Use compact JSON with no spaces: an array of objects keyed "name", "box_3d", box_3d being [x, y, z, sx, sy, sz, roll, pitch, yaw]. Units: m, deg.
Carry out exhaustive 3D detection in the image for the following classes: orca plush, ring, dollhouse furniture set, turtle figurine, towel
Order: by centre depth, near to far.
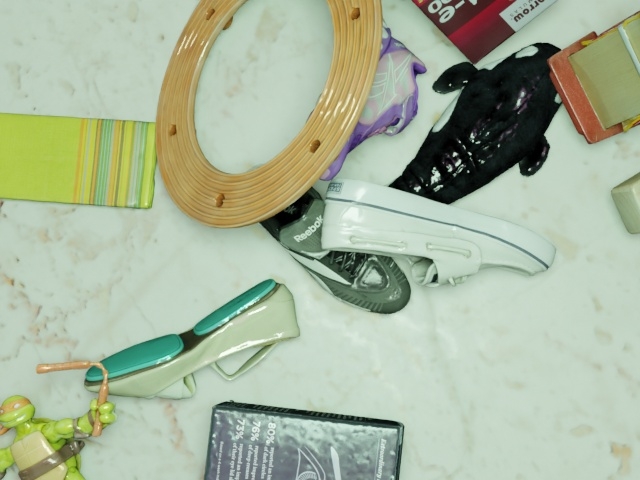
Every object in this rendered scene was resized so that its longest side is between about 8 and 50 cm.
[{"name":"dollhouse furniture set","box_3d":[0.413,-0.082,1.354,0.152,0.201,0.374,-27,92,-22]},{"name":"ring","box_3d":[-0.057,-0.171,1.372,0.337,0.032,0.336,-21,60,41]},{"name":"turtle figurine","box_3d":[-0.306,0.257,1.421,0.270,0.087,0.217,-27,90,12]},{"name":"orca plush","box_3d":[0.158,-0.122,1.422,0.287,0.102,0.151,-26,85,0]},{"name":"towel","box_3d":[-0.304,-0.093,1.482,0.237,0.021,0.102,4,80,3]}]

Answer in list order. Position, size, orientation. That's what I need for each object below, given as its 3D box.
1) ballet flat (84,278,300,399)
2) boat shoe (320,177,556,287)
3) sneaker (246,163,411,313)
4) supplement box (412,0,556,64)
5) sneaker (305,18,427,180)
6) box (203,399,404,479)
[{"name":"ballet flat","box_3d":[-0.135,0.129,1.432,0.248,0.086,0.086,-26,85,-1]},{"name":"boat shoe","box_3d":[0.125,0.008,1.387,0.268,0.096,0.088,16,82,-23]},{"name":"sneaker","box_3d":[0.000,0.000,1.417,0.234,0.106,0.078,41,89,4]},{"name":"supplement box","box_3d":[0.134,-0.315,1.378,0.130,0.073,0.239,-37,119,23]},{"name":"sneaker","box_3d":[0.053,-0.145,1.399,0.105,0.095,0.236,34,48,-12]},{"name":"box","box_3d":[-0.020,0.260,1.398,0.207,0.108,0.153,7,86,2]}]
